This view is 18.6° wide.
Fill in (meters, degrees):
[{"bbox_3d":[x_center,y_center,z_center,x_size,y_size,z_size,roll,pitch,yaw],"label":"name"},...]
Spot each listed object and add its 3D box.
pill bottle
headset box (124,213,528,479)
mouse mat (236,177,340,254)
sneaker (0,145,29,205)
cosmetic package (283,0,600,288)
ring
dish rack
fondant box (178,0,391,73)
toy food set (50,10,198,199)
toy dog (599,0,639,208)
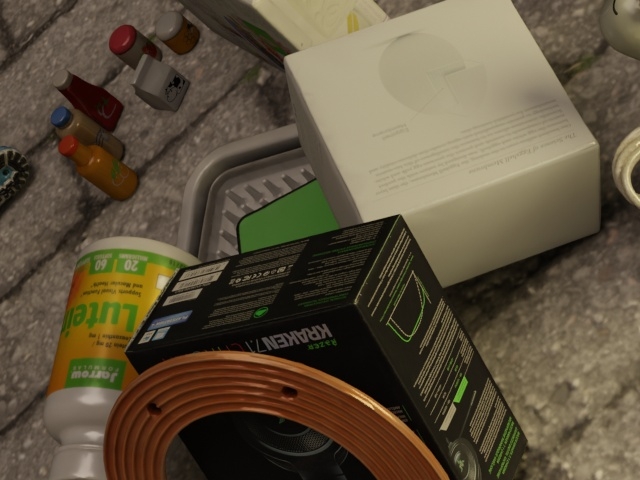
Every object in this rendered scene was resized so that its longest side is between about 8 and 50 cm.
[{"bbox_3d":[-0.189,0.132,1.874,0.136,0.136,0.245,-11,57,34],"label":"pill bottle"},{"bbox_3d":[0.012,0.146,1.711,0.246,0.283,0.131,-13,30,32],"label":"headset box"},{"bbox_3d":[0.000,0.000,1.901,0.190,0.007,0.152,-28,49,23],"label":"mouse mat"},{"bbox_3d":[-0.414,-0.049,2.338,0.162,0.063,0.073,-45,27,1],"label":"sneaker"},{"bbox_3d":[0.112,-0.087,1.805,0.224,0.138,0.224,-19,51,-6],"label":"cosmetic package"},{"bbox_3d":[-0.030,0.222,1.680,0.337,0.336,0.032,-12,30,33],"label":"ring"},{"bbox_3d":[-0.023,0.036,1.949,0.285,0.072,0.332,-15,55,33],"label":"dish rack"},{"bbox_3d":[-0.070,-0.268,2.059,0.096,0.238,0.330,-52,45,-2],"label":"fondant box"},{"bbox_3d":[-0.235,-0.173,2.226,0.111,0.104,0.232,10,71,42],"label":"toy food set"},{"bbox_3d":[0.399,-0.136,1.573,0.334,0.161,0.220,1,77,0],"label":"toy dog"}]
